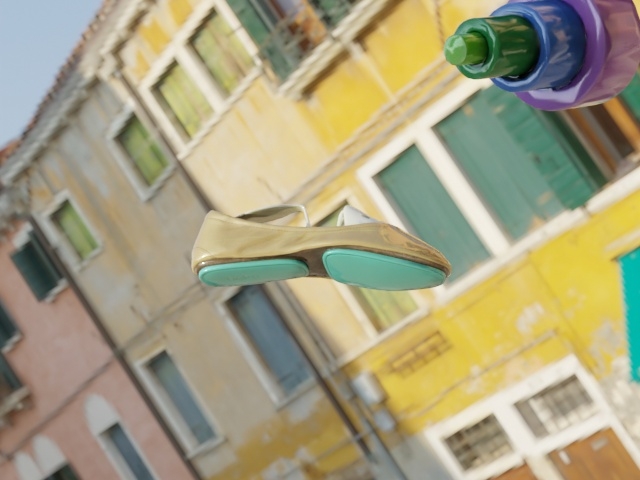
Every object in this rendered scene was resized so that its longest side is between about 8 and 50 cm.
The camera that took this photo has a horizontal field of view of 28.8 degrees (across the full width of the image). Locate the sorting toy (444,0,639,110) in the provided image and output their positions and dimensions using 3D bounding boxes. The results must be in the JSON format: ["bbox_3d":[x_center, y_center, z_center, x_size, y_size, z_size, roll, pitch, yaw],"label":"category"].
[{"bbox_3d":[0.184,-0.126,0.474,0.126,0.127,0.365,-13,-5,-42],"label":"sorting toy"}]

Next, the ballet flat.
[{"bbox_3d":[0.000,0.000,1.101,0.232,0.073,0.080,1,-26,7],"label":"ballet flat"}]
